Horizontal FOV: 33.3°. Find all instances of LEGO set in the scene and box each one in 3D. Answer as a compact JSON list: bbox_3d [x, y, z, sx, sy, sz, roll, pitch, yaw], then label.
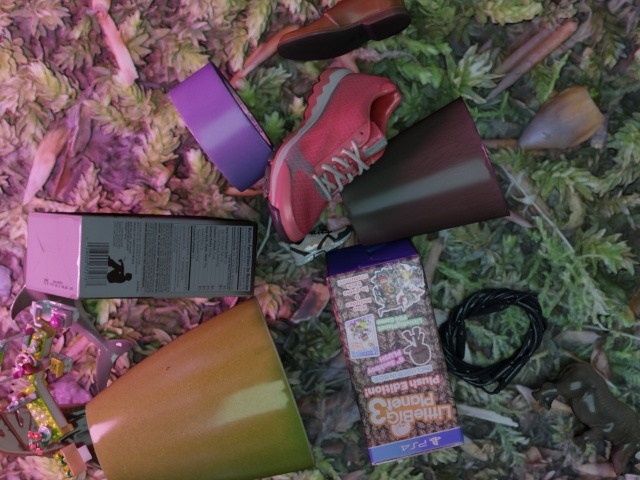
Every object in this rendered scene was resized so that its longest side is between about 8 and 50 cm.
[{"bbox_3d":[-0.431,0.231,1.603,0.132,0.107,0.287,7,105,27],"label":"LEGO set"}]

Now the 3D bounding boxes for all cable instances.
[{"bbox_3d":[0.282,0.151,1.744,0.150,0.047,0.184,38,98,-1],"label":"cable"}]

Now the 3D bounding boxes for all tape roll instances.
[{"bbox_3d":[-0.141,-0.171,1.614,0.080,0.189,0.189,-35,97,5],"label":"tape roll"}]

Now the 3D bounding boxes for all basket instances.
[{"bbox_3d":[0.150,-0.088,1.651,0.227,0.154,0.204,-23,74,7],"label":"basket"}]

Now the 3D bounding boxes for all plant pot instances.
[{"bbox_3d":[-0.191,0.261,1.611,0.293,0.275,0.275,-19,98,-7],"label":"plant pot"}]

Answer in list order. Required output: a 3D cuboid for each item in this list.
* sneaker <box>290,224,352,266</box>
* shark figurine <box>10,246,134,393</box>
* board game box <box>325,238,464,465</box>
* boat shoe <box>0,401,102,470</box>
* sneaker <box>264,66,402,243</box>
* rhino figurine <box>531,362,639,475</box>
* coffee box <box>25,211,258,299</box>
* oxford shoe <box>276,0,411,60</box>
[{"bbox_3d":[0.000,0.000,1.716,0.109,0.040,0.044,-28,96,3],"label":"sneaker"},{"bbox_3d":[-0.423,0.108,1.686,0.116,0.166,0.278,-42,126,-24],"label":"shark figurine"},{"bbox_3d":[0.109,0.157,1.644,0.141,0.232,0.291,-14,98,2],"label":"board game box"},{"bbox_3d":[-0.382,0.313,1.729,0.302,0.098,0.109,5,81,-5],"label":"boat shoe"},{"bbox_3d":[0.024,-0.134,1.578,0.136,0.116,0.314,7,60,31],"label":"sneaker"},{"bbox_3d":[0.459,0.299,1.750,0.106,0.073,0.243,-42,98,8],"label":"rhino figurine"},{"bbox_3d":[-0.259,0.020,1.574,0.297,0.168,0.119,1,93,-41],"label":"coffee box"},{"bbox_3d":[0.030,-0.337,1.664,0.212,0.076,0.076,-17,68,4],"label":"oxford shoe"}]
